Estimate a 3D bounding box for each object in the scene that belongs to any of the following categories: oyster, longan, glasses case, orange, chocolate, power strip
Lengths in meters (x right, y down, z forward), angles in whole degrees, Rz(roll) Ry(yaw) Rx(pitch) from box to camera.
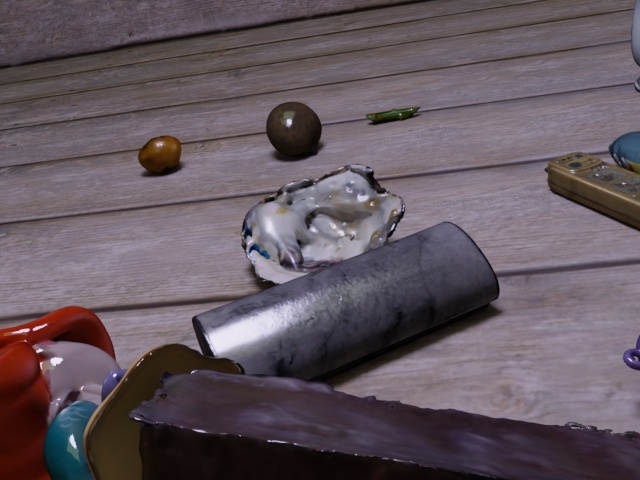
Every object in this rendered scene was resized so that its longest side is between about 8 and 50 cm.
[{"bbox_3d":[0.000,0.000,0.891,0.214,0.083,0.222,-10,42,21],"label":"oyster"},{"bbox_3d":[-0.045,-0.198,1.305,0.113,0.092,0.113,26,35,-20],"label":"longan"},{"bbox_3d":[0.029,0.067,0.732,0.299,0.060,0.114,-19,54,-19],"label":"glasses case"},{"bbox_3d":[-0.296,-0.156,1.345,0.086,0.062,0.086,-18,-15,-5],"label":"orange"},{"bbox_3d":[0.043,0.160,0.431,0.321,0.111,0.112,7,6,8],"label":"chocolate"},{"bbox_3d":[0.380,-0.055,0.895,0.064,0.044,0.305,-19,26,-15],"label":"power strip"}]

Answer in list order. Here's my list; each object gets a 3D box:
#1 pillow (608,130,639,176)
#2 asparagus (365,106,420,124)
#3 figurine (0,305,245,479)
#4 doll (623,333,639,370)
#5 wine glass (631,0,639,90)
[{"bbox_3d":[0.508,-0.118,0.932,0.234,0.086,0.214,-10,20,-2],"label":"pillow"},{"bbox_3d":[0.142,-0.242,1.398,0.108,0.021,0.025,-10,30,1],"label":"asparagus"},{"bbox_3d":[-0.201,0.145,0.572,0.257,0.181,0.208,2,57,40],"label":"figurine"},{"bbox_3d":[0.344,0.088,0.595,0.206,0.067,0.110,-4,33,-10],"label":"doll"},{"bbox_3d":[0.599,-0.362,1.260,0.111,0.204,0.111,-8,30,5],"label":"wine glass"}]
